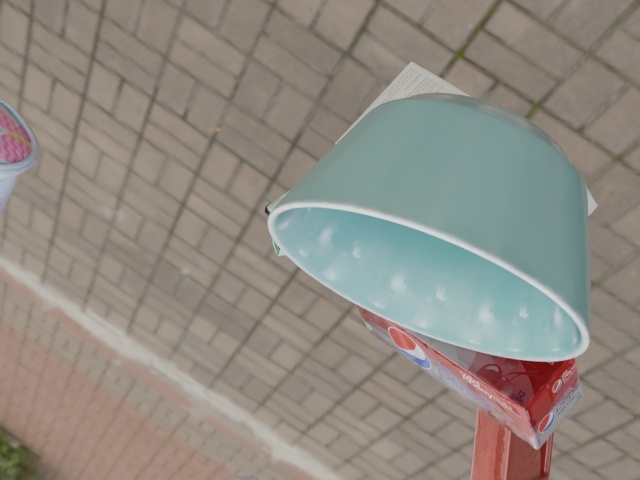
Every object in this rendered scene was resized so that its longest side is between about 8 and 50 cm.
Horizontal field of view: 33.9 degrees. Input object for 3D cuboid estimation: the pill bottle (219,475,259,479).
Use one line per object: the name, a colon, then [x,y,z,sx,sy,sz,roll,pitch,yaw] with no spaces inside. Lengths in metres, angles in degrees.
pill bottle: [-0.119,0.429,1.384,0.121,0.121,0.216,-22,78,53]

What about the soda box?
soda box: [0.156,0.111,1.155,0.263,0.083,0.092,32,159,39]

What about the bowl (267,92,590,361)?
bowl: [0.123,-0.025,0.985,0.312,0.163,0.311,21,164,7]

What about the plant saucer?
plant saucer: [0.301,0.281,1.582,0.048,0.259,0.258,9,-174,30]

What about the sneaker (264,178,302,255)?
sneaker: [0.000,-0.001,1.794,0.256,0.151,0.094,60,177,-36]

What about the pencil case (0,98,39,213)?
pencil case: [-0.362,-0.013,0.948,0.113,0.124,0.273,39,116,-1]

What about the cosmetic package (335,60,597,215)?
cosmetic package: [0.213,-0.103,1.605,0.365,0.197,0.155,44,180,44]
